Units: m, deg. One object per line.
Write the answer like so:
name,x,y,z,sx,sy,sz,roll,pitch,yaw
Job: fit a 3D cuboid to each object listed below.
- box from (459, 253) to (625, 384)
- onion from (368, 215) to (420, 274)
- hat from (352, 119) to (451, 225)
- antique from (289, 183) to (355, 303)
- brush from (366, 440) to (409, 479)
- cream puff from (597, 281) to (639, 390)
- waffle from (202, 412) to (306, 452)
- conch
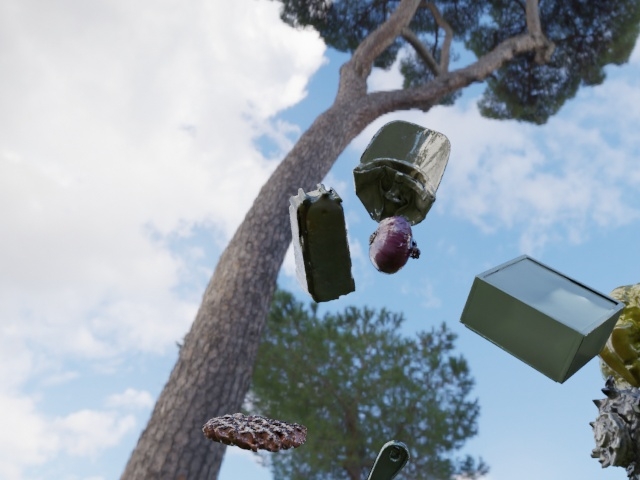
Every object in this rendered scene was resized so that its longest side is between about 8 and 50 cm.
box,0.428,0.146,1.337,0.225,0.225,0.117,31,-61,32
onion,0.143,0.010,1.313,0.105,0.115,0.115,16,-42,-1
hat,0.208,-0.160,1.696,0.214,0.244,0.149,25,-33,16
antique,0.000,0.000,1.712,0.125,0.150,0.284,-13,-62,-12
brush,0.068,0.476,1.197,0.068,0.060,0.296,28,-73,-2
cream puff,0.994,0.320,2.033,0.378,0.275,0.378,9,-70,26
waffle,-0.152,0.443,1.584,0.234,0.055,0.221,7,-4,16
conch,0.743,0.480,1.624,0.186,0.313,0.240,2,-42,-40
